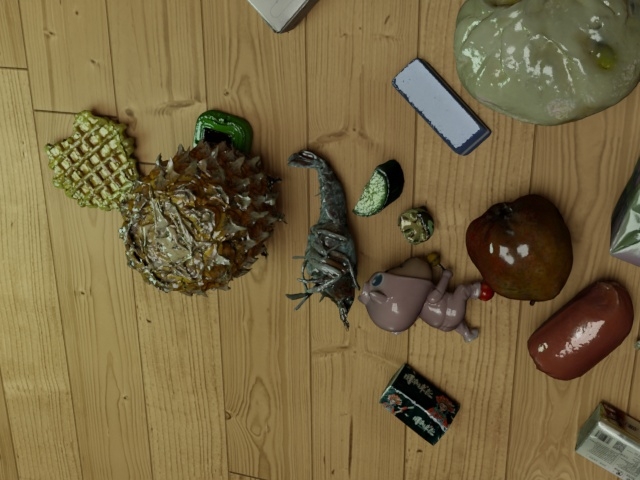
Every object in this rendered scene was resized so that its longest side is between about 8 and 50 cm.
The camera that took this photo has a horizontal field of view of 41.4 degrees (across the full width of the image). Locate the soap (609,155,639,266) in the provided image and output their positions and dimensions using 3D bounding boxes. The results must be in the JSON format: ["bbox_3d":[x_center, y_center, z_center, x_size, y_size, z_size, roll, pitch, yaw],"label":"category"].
[{"bbox_3d":[0.641,-0.056,1.598,0.138,0.199,0.182,24,117,8],"label":"soap"}]

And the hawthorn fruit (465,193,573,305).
[{"bbox_3d":[0.418,0.035,1.741,0.208,0.208,0.248,-14,121,26],"label":"hawthorn fruit"}]

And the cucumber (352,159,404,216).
[{"bbox_3d":[0.134,-0.107,1.832,0.062,0.115,0.116,33,116,11],"label":"cucumber"}]

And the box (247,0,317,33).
[{"bbox_3d":[-0.090,-0.586,1.738,0.251,0.106,0.203,46,121,-1],"label":"box"}]

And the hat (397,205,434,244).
[{"bbox_3d":[0.216,-0.036,1.860,0.076,0.059,0.077,-23,95,44],"label":"hat"}]

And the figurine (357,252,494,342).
[{"bbox_3d":[0.231,0.126,1.885,0.287,0.176,0.186,12,73,1],"label":"figurine"}]

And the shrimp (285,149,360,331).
[{"bbox_3d":[0.004,0.003,1.901,0.166,0.221,0.410,1,93,-4],"label":"shrimp"}]

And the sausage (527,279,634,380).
[{"bbox_3d":[0.543,0.196,1.771,0.148,0.148,0.254,47,119,0],"label":"sausage"}]

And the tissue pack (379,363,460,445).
[{"bbox_3d":[0.231,0.385,1.995,0.170,0.103,0.090,36,126,6],"label":"tissue pack"}]

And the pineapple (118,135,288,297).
[{"bbox_3d":[-0.267,-0.047,1.865,0.352,0.300,0.352,5,111,13],"label":"pineapple"}]

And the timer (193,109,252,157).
[{"bbox_3d":[-0.230,-0.232,1.968,0.140,0.047,0.128,19,116,14],"label":"timer"}]

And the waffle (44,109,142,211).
[{"bbox_3d":[-0.567,-0.198,2.116,0.291,0.051,0.291,9,114,20],"label":"waffle"}]

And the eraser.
[{"bbox_3d":[0.251,-0.276,1.761,0.225,0.036,0.082,47,120,-1],"label":"eraser"}]

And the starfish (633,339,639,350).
[{"bbox_3d":[0.741,0.181,1.735,0.210,0.053,0.150,-27,94,30],"label":"starfish"}]

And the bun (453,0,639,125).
[{"bbox_3d":[0.408,-0.386,1.485,0.365,0.219,0.365,-8,66,19],"label":"bun"}]

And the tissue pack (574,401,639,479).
[{"bbox_3d":[0.650,0.442,1.847,0.149,0.099,0.106,31,120,8],"label":"tissue pack"}]
